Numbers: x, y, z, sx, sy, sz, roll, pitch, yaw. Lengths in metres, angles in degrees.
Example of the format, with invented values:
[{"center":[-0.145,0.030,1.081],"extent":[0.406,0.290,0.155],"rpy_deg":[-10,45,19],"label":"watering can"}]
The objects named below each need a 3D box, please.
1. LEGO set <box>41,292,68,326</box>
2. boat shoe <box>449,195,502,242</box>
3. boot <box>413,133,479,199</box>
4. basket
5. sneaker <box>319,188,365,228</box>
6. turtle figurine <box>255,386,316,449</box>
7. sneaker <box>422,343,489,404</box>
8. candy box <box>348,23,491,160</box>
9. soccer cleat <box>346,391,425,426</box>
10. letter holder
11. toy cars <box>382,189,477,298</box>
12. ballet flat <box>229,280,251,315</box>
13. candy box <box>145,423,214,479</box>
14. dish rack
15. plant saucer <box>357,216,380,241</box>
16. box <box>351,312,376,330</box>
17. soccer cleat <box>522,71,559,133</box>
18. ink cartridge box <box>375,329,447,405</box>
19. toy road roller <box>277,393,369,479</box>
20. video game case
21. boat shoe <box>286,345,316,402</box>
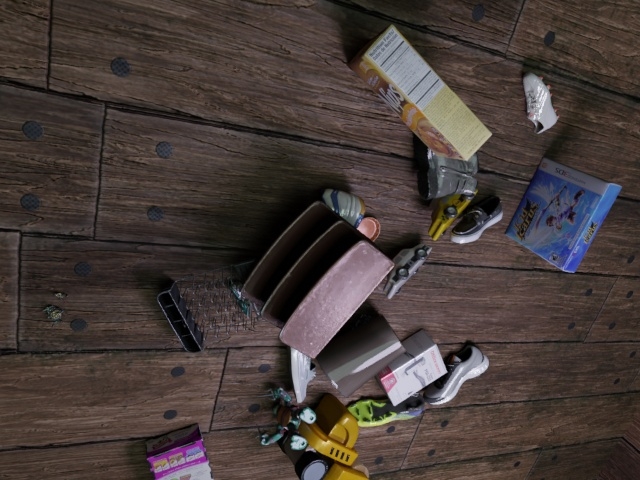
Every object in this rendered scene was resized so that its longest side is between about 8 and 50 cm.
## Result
[{"center":[-0.613,0.158,1.125],"extent":[0.054,0.023,0.083],"rpy_deg":[35,85,-35],"label":"LEGO set"},{"center":[0.455,-0.067,1.404],"extent":[0.229,0.080,0.076],"rpy_deg":[-26,122,-30],"label":"boat shoe"},{"center":[0.337,-0.231,1.274],"extent":[0.161,0.083,0.246],"rpy_deg":[-11,109,-15],"label":"boot"},{"center":[0.124,0.333,1.435],"extent":[0.227,0.154,0.204],"rpy_deg":[-34,130,3],"label":"basket"},{"center":[0.000,0.000,1.269],"extent":[0.131,0.112,0.296],"rpy_deg":[21,104,-13],"label":"sneaker"},{"center":[-0.108,0.527,1.444],"extent":[0.118,0.234,0.175],"rpy_deg":[8,85,-33],"label":"turtle figurine"},{"center":[0.462,0.470,1.710],"extent":[0.272,0.100,0.108],"rpy_deg":[-40,110,-4],"label":"sneaker"},{"center":[0.215,-0.319,1.079],"extent":[0.316,0.183,0.087],"rpy_deg":[41,95,-14],"label":"candy box"},{"center":[0.221,0.593,1.665],"extent":[0.290,0.093,0.121],"rpy_deg":[-7,141,-14],"label":"soccer cleat"},{"center":[-0.018,0.086,1.136],"extent":[0.214,0.152,0.301],"rpy_deg":[37,97,-29],"label":"letter holder"},{"center":[0.293,-0.010,1.377],"extent":[0.393,0.087,0.176],"rpy_deg":[-54,163,9],"label":"toy cars"},{"center":[-0.203,0.151,1.285],"extent":[0.041,0.041,0.114],"rpy_deg":[-28,124,-8],"label":"ballet flat"},{"center":[-0.414,0.673,1.443],"extent":[0.159,0.071,0.233],"rpy_deg":[-13,119,-17],"label":"candy box"},{"center":[-0.244,0.160,1.218],"extent":[0.272,0.074,0.208],"rpy_deg":[-15,122,4],"label":"dish rack"},{"center":[0.126,-0.028,1.346],"extent":[0.084,0.013,0.083],"rpy_deg":[-10,119,-19],"label":"plant saucer"},{"center":[0.145,0.268,1.504],"extent":[0.083,0.018,0.067],"rpy_deg":[23,105,-31],"label":"box"},{"center":[0.600,-0.378,1.339],"extent":[0.076,0.068,0.196],"rpy_deg":[-43,127,6],"label":"soccer cleat"},{"center":[0.292,0.421,1.605],"extent":[0.218,0.092,0.158],"rpy_deg":[-31,124,-8],"label":"ink cartridge box"},{"center":[0.046,0.653,1.559],"extent":[0.330,0.202,0.240],"rpy_deg":[38,86,-32],"label":"toy road roller"},{"center":[0.700,-0.081,1.426],"extent":[0.061,0.244,0.269],"rpy_deg":[10,111,-26],"label":"video game case"},{"center":[-0.051,0.389,1.447],"extent":[0.081,0.079,0.227],"rpy_deg":[-9,116,-14],"label":"boat shoe"}]
